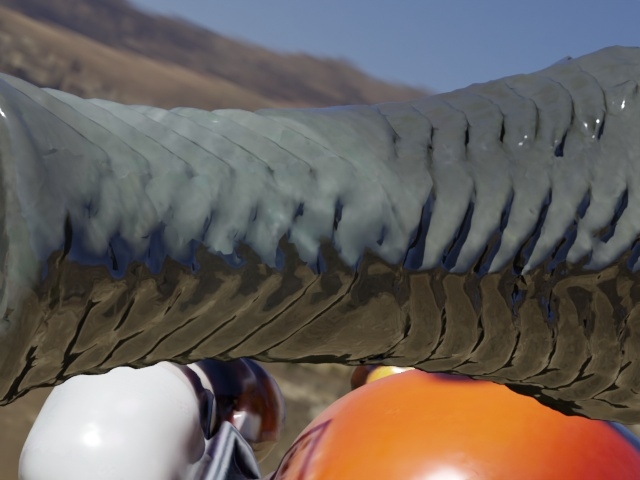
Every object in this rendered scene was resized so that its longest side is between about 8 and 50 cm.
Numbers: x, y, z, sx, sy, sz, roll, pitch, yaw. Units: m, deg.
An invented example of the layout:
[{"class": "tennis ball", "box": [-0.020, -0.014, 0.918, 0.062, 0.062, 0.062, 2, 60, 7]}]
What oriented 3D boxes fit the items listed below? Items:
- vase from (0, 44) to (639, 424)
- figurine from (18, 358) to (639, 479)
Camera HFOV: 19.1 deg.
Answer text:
[{"class": "vase", "box": [0.000, 0.000, 0.470, 0.237, 0.115, 0.115, -1, 18, -46]}, {"class": "figurine", "box": [0.026, 0.151, 0.859, 0.323, 0.320, 0.196, 9, -43, 11]}]
